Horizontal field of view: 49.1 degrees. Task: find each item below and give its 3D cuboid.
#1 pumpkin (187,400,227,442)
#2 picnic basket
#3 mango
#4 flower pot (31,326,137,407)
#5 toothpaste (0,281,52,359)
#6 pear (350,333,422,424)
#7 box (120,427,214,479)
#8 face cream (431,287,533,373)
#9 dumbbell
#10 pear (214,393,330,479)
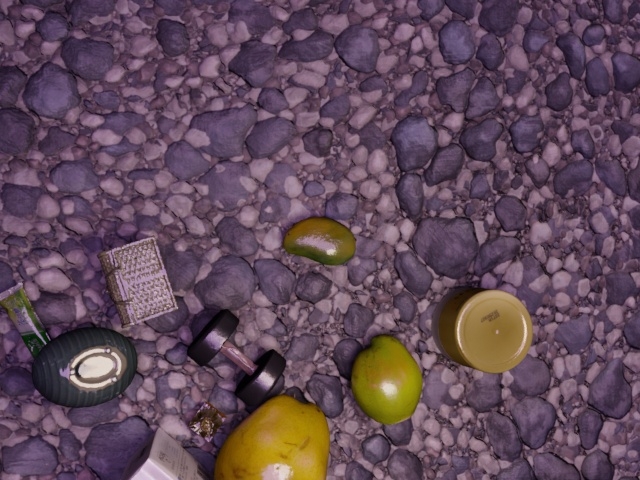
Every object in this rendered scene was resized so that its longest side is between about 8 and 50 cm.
[{"bbox_3d":[-0.291,0.464,1.790,0.074,0.054,0.083,36,87,-3],"label":"pumpkin"},{"bbox_3d":[-0.454,0.105,1.733,0.154,0.134,0.196,-18,92,-14],"label":"picnic basket"},{"bbox_3d":[0.003,-0.003,1.846,0.191,0.085,0.122,18,88,-10],"label":"mango"},{"bbox_3d":[-0.561,0.303,1.678,0.243,0.157,0.189,-8,87,-36],"label":"flower pot"},{"bbox_3d":[-0.708,0.225,1.725,0.078,0.047,0.248,-30,92,-7],"label":"toothpaste"},{"bbox_3d":[0.167,0.357,1.818,0.187,0.187,0.220,-14,89,-11],"label":"pear"},{"bbox_3d":[-0.358,0.581,1.659,0.203,0.274,0.116,44,84,-7],"label":"box"},{"bbox_3d":[0.429,0.235,1.869,0.218,0.179,0.218,0,88,-11],"label":"face cream"},{"bbox_3d":[-0.210,0.295,1.762,0.218,0.152,0.152,42,81,-7],"label":"dumbbell"},{"bbox_3d":[-0.109,0.554,1.734,0.284,0.336,0.285,11,119,21],"label":"pear"}]
